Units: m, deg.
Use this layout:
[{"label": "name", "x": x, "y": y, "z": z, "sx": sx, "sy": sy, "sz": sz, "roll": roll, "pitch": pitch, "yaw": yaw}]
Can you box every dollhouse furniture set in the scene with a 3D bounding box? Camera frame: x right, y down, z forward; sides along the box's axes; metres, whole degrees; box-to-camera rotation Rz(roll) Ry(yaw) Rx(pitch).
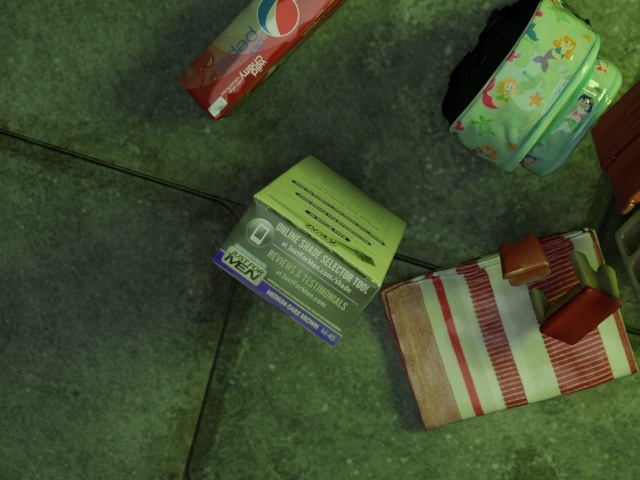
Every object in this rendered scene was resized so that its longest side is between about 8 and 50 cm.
[{"label": "dollhouse furniture set", "x": 0.368, "y": 0.000, "z": 1.192, "sx": 0.201, "sy": 0.152, "sz": 0.374, "roll": 23, "pitch": 128, "yaw": -23}]

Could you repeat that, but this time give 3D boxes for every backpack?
[{"label": "backpack", "x": 0.264, "y": -0.197, "z": 1.242, "sx": 0.191, "sy": 0.253, "sz": 0.225, "roll": 37, "pitch": 105, "yaw": 1}]

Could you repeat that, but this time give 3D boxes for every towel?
[{"label": "towel", "x": 0.272, "y": 0.134, "z": 1.426, "sx": 0.329, "sy": 0.037, "sz": 0.237, "roll": -18, "pitch": 99, "yaw": 14}]

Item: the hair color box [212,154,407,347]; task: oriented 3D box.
[{"label": "hair color box", "x": 0.000, "y": 0.000, "z": 1.290, "sx": 0.185, "sy": 0.339, "sz": 0.110, "roll": 36, "pitch": 105, "yaw": 1}]

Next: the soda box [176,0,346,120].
[{"label": "soda box", "x": -0.077, "y": -0.289, "z": 1.369, "sx": 0.263, "sy": 0.092, "sz": 0.083, "roll": -42, "pitch": 91, "yaw": 16}]
